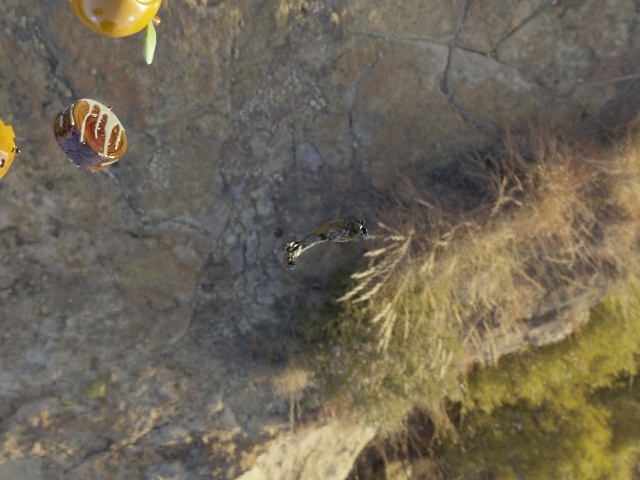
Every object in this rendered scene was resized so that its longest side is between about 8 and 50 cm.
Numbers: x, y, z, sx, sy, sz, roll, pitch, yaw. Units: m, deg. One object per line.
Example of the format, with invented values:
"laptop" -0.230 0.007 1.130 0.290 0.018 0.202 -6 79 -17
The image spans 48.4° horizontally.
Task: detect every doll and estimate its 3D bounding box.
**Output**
"doll" -0.435 -0.533 1.571 0.213 0.213 0.236 -31 145 13

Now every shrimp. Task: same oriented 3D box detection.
"shrimp" 0.000 0.000 1.333 0.152 0.219 0.046 -31 101 -26

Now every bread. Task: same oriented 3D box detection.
"bread" -0.507 -0.236 1.572 0.073 0.160 0.160 -29 138 31

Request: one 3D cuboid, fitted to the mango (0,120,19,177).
"mango" -0.702 -0.160 1.340 0.249 0.156 0.151 -20 170 -8
